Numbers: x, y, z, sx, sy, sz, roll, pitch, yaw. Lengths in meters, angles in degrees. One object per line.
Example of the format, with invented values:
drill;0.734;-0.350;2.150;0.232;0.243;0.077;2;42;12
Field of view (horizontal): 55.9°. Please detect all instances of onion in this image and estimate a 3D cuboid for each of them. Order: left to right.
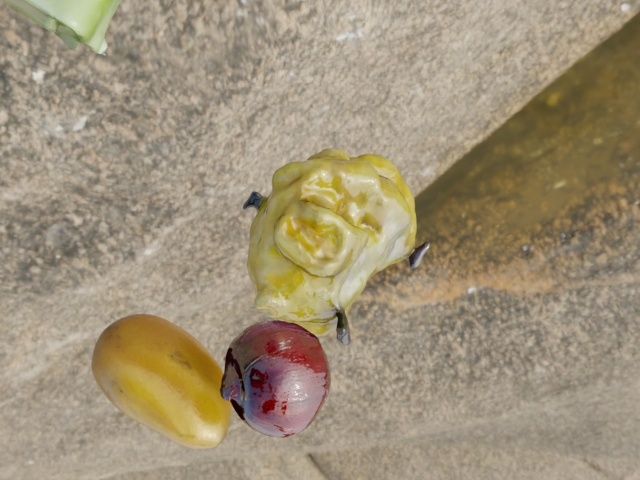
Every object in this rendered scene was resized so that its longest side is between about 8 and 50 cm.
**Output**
onion;-0.049;0.151;0.663;0.131;0.131;0.131;-5;141;-4

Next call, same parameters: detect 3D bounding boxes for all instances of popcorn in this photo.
popcorn;0.000;0.000;0.938;0.281;0.316;0.297;32;110;14

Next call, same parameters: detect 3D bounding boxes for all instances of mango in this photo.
mango;-0.193;0.178;0.756;0.145;0.219;0.112;2;122;-59

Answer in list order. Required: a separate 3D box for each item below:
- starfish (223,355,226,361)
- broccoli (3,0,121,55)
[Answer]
starfish;-0.154;0.252;1.190;0.078;0.028;0.091;25;147;17
broccoli;-0.145;-0.314;0.402;0.375;0.302;0.249;25;154;1
